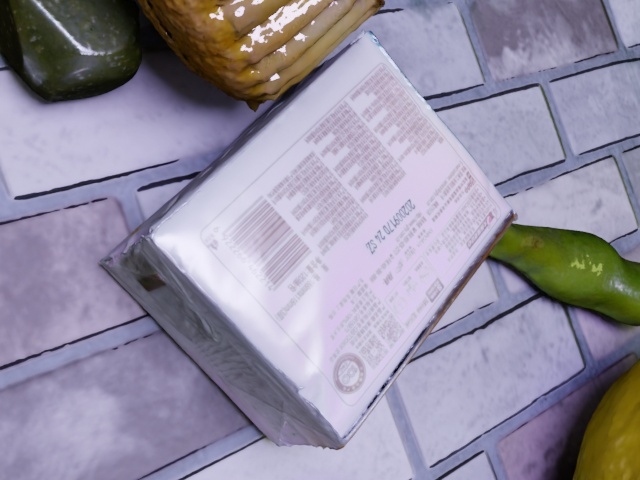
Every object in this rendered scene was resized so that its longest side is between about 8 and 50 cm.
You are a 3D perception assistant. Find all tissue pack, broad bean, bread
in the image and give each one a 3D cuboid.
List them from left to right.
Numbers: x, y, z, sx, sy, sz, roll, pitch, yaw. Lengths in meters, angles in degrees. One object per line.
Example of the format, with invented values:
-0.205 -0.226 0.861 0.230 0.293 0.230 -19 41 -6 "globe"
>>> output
-0.061 -0.209 0.445 0.139 0.240 0.240 -23 93 12 "bread"
0.000 0.000 0.496 0.185 0.124 0.225 50 60 -13 "tissue pack"
0.225 0.034 0.667 0.318 0.056 0.098 4 84 -25 "broad bean"

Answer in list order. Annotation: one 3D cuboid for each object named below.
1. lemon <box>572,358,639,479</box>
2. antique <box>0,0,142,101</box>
0.374 0.223 0.557 0.364 0.364 0.364 7 76 -29 "lemon"
-0.188 -0.199 0.452 0.080 0.081 0.221 -20 90 -31 "antique"
